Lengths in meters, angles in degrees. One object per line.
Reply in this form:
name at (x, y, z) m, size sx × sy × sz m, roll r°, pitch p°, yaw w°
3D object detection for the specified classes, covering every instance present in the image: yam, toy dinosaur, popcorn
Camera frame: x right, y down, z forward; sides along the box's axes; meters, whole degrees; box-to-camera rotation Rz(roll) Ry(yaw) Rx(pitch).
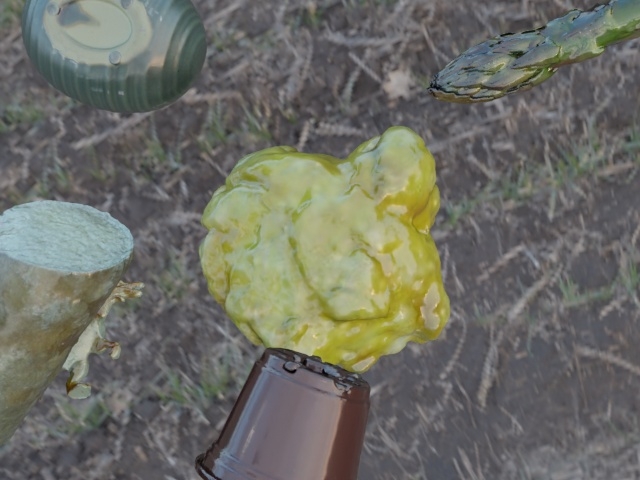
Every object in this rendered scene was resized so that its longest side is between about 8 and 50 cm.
yam at (-0.311, 0.103, 1.207) m, size 0.330 × 0.133 × 0.133 m, roll -54°, pitch 56°, yaw 23°
toy dinosaur at (-0.295, 0.117, 1.377) m, size 0.212 × 0.057 × 0.142 m, roll -19°, pitch 37°, yaw 10°
popcorn at (0.000, 0.007, 1.704) m, size 0.334 × 0.292 × 0.293 m, roll -5°, pitch 34°, yaw 2°

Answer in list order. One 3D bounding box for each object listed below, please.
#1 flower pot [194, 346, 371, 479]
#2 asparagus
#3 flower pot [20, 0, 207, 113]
flower pot at (-0.014, 0.119, 0.793) m, size 0.111 × 0.111 × 0.089 m, roll 20°, pitch 92°, yaw 26°
asparagus at (0.131, -0.103, 0.637) m, size 0.165 × 0.030 × 0.036 m, roll -20°, pitch 51°, yaw 18°
flower pot at (-0.264, -0.261, 1.600) m, size 0.243 × 0.157 × 0.189 m, roll 16°, pitch 88°, yaw 8°
